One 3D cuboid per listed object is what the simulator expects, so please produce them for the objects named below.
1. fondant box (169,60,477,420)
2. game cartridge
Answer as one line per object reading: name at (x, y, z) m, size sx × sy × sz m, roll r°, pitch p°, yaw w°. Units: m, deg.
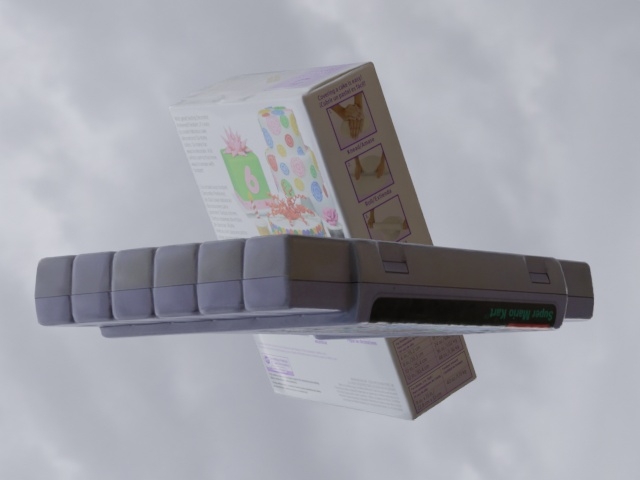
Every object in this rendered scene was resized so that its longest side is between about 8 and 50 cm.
fondant box at (0.000, 0.000, 1.527) m, size 0.096 × 0.238 × 0.330 m, roll -30°, pitch -72°, yaw -31°
game cartridge at (0.011, 0.039, 1.086) m, size 0.355 × 0.230 × 0.068 m, roll 5°, pitch -94°, yaw -51°
